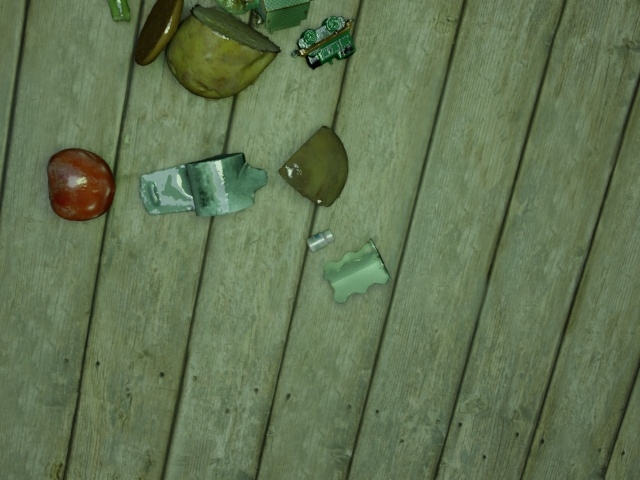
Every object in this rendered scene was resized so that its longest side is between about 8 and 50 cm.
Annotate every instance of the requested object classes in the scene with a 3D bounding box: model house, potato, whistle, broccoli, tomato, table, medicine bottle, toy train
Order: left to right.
[{"bbox_3d":[-0.725,-0.169,1.552,0.188,0.232,0.232,-7,100,-26],"label":"tomato"},{"bbox_3d":[-0.622,-0.807,1.506,0.145,0.165,0.304,-21,117,-33],"label":"broccoli"},{"bbox_3d":[-0.374,-0.175,1.622,0.404,0.188,0.168,-1,107,29],"label":"whistle"},{"bbox_3d":[-0.307,-0.534,1.527,0.288,0.301,0.237,34,118,3],"label":"potato"},{"bbox_3d":[-0.133,-0.703,1.458,0.178,0.206,0.271,-18,141,-15],"label":"model house"},{"bbox_3d":[0.000,0.000,1.720,0.089,0.052,0.052,-27,100,-1],"label":"medicine bottle"},{"bbox_3d":[0.012,-0.224,1.587,0.189,0.264,0.211,-43,94,12],"label":"potato"},{"bbox_3d":[0.020,-0.618,1.606,0.227,0.091,0.136,-32,111,1],"label":"toy train"},{"bbox_3d":[0.116,0.107,1.704,0.198,0.166,0.167,-26,100,8],"label":"table"}]

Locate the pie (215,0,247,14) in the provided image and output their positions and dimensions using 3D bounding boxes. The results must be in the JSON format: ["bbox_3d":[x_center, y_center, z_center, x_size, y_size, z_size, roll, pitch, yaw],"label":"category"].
[{"bbox_3d":[-0.237,-0.804,1.520,0.240,0.054,0.241,-19,129,-25],"label":"pie"}]

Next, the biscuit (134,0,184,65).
[{"bbox_3d":[-0.469,-0.629,1.493,0.037,0.262,0.262,24,97,-38],"label":"biscuit"}]
